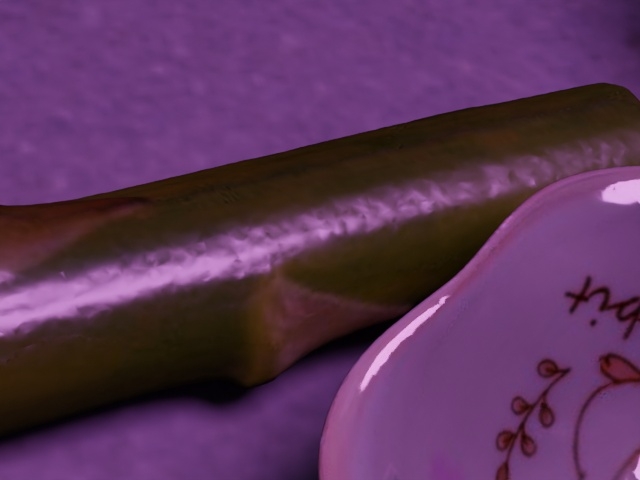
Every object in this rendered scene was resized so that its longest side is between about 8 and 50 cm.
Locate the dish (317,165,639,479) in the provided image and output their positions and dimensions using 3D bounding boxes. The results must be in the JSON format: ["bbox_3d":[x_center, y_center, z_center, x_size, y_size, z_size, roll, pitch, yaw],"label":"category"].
[{"bbox_3d":[0.107,0.091,0.512,0.229,0.081,0.229,5,56,-7],"label":"dish"}]

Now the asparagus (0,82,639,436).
[{"bbox_3d":[0.001,-0.001,0.573,0.278,0.060,0.067,-17,48,-23],"label":"asparagus"}]
